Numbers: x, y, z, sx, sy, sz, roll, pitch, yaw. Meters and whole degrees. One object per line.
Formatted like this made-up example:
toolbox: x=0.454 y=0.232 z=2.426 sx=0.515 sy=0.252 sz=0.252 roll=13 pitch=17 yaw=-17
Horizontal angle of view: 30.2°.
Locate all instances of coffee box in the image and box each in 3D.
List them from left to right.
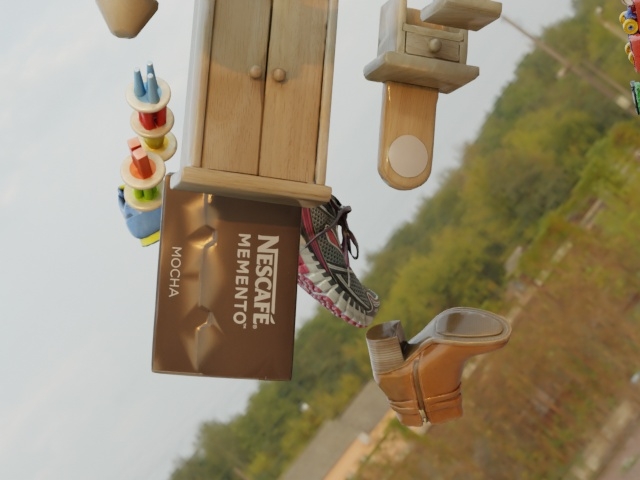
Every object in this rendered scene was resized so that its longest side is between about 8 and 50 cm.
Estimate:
coffee box: x=-0.087 y=0.034 z=1.105 sx=0.297 sy=0.118 sz=0.168 roll=169 pitch=106 yaw=-85

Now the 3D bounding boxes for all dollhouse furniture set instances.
dollhouse furniture set: x=0.018 y=-0.132 z=0.753 sx=0.355 sy=0.303 sz=0.174 roll=163 pitch=113 yaw=-70

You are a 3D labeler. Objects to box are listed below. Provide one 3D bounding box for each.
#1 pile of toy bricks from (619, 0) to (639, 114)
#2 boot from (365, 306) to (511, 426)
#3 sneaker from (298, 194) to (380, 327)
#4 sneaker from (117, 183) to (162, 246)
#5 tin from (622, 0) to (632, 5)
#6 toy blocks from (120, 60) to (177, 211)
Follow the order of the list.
pile of toy bricks: x=0.354 y=-0.131 z=1.118 sx=0.105 sy=0.212 sz=0.118 roll=-13 pitch=26 yaw=12
boot: x=0.165 y=0.168 z=1.521 sx=0.073 sy=0.197 sz=0.152 roll=-58 pitch=-45 yaw=-51
sneaker: x=0.000 y=0.000 z=1.500 sx=0.112 sy=0.121 sz=0.299 roll=-44 pitch=-52 yaw=-9
sneaker: x=-0.246 y=-0.058 z=1.664 sx=0.069 sy=0.082 sz=0.209 roll=-30 pitch=17 yaw=1
tin: x=0.454 y=-0.371 z=1.542 sx=0.189 sy=0.040 sz=0.106 roll=138 pitch=148 yaw=-65
toy blocks: x=-0.200 y=-0.121 z=1.353 sx=0.148 sy=0.054 sz=0.123 roll=94 pitch=-178 yaw=-59
